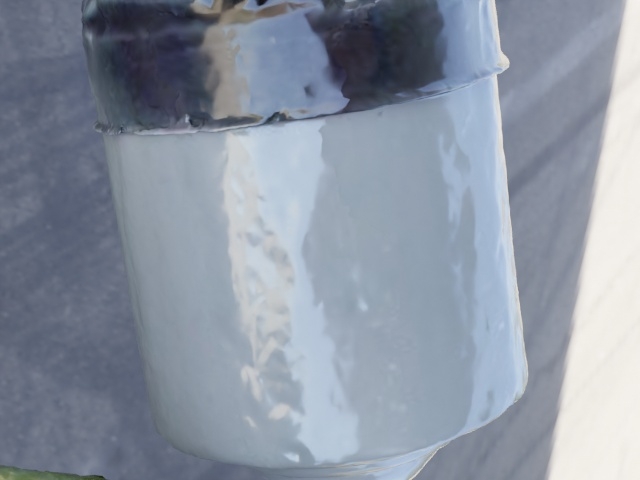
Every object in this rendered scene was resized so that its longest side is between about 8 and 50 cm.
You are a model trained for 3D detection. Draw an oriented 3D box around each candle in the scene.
[{"bbox_3d":[0.000,0.000,0.739,0.221,0.221,0.343,-26,111,-59],"label":"candle"}]

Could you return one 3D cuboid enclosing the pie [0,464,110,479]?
[{"bbox_3d":[-0.149,0.239,0.625,0.067,0.302,0.303,-77,179,-81],"label":"pie"}]
